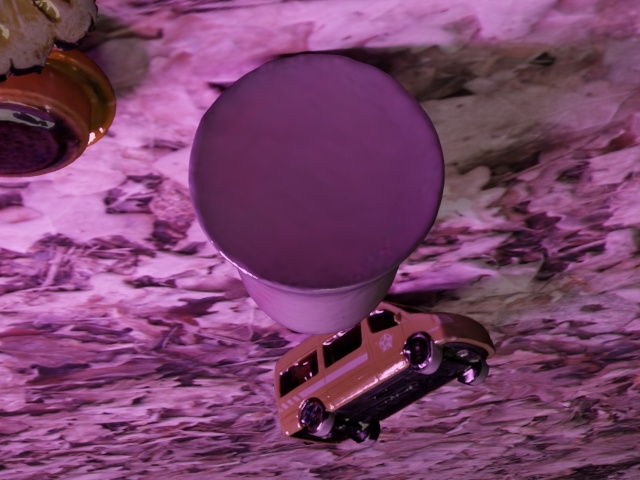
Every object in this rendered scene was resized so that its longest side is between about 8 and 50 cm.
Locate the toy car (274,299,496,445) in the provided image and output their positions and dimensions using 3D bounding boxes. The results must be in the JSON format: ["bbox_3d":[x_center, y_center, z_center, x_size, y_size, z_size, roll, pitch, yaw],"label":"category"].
[{"bbox_3d":[0.064,0.131,1.228,0.101,0.124,0.257,18,137,-43],"label":"toy car"}]

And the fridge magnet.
[{"bbox_3d":[-0.207,-0.087,0.744,0.143,0.063,0.143,-3,153,-2],"label":"fridge magnet"}]

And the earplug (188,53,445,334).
[{"bbox_3d":[0.000,0.000,0.889,0.172,0.172,0.301,-6,161,-1],"label":"earplug"}]

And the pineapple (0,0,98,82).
[{"bbox_3d":[-0.189,-0.165,0.534,0.176,0.137,0.161,10,108,-45],"label":"pineapple"}]
